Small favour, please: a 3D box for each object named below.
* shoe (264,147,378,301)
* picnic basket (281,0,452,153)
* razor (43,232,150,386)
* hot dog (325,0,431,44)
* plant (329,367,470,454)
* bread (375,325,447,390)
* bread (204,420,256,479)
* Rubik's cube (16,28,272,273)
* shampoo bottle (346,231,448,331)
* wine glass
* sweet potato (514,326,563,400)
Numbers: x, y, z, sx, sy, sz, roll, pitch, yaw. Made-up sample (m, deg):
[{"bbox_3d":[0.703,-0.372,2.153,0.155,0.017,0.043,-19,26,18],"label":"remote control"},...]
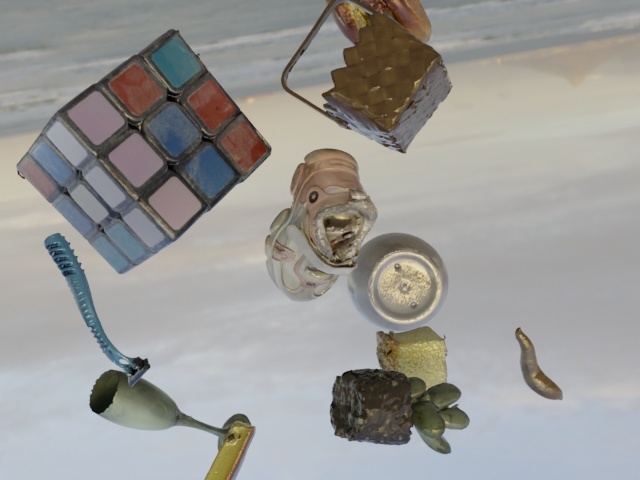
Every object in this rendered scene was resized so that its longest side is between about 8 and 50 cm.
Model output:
[{"bbox_3d":[-0.003,0.001,1.822,0.172,0.350,0.198,2,-149,-20],"label":"shoe"},{"bbox_3d":[0.101,-0.359,1.918,0.321,0.254,0.291,33,-179,14],"label":"picnic basket"},{"bbox_3d":[-0.336,0.099,1.309,0.042,0.253,0.082,-25,170,-39],"label":"razor"},{"bbox_3d":[0.126,-0.654,2.317,0.185,0.405,0.223,-23,-171,29],"label":"hot dog"},{"bbox_3d":[0.159,0.320,1.688,0.275,0.146,0.149,13,-173,-28],"label":"plant"},{"bbox_3d":[0.192,0.258,1.908,0.147,0.152,0.127,-5,-174,-4],"label":"bread"},{"bbox_3d":[-0.181,0.431,1.604,0.049,0.226,0.088,25,174,7],"label":"bread"},{"bbox_3d":[-0.383,-0.181,1.925,0.359,0.362,0.363,-46,-164,-31],"label":"Rubik's cube"},{"bbox_3d":[0.208,0.111,2.463,0.273,0.272,0.266,-10,-173,-7],"label":"shampoo bottle"},{"bbox_3d":[-0.316,0.297,1.704,0.310,0.096,0.264,29,-178,-37],"label":"wine glass"},{"bbox_3d":[0.530,0.322,2.214,0.069,0.249,0.059,-26,-161,23],"label":"sweet potato"}]
